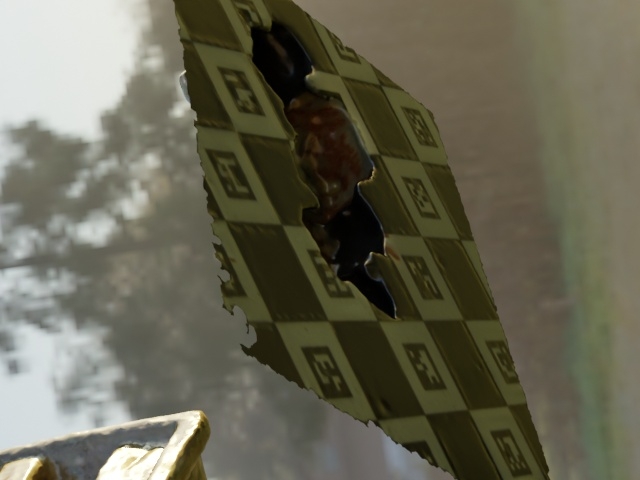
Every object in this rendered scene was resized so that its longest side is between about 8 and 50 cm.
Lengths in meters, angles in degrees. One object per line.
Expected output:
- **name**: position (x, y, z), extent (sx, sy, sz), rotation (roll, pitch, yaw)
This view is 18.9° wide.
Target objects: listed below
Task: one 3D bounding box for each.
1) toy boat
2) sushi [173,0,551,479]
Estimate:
- **toy boat**: position (-0.138, 0.139, 0.849), extent (0.116, 0.188, 0.061), rotation (-61, -45, -64)
- **sushi**: position (0.000, 0.000, 0.944), extent (0.264, 0.050, 0.290), rotation (34, -148, -43)
